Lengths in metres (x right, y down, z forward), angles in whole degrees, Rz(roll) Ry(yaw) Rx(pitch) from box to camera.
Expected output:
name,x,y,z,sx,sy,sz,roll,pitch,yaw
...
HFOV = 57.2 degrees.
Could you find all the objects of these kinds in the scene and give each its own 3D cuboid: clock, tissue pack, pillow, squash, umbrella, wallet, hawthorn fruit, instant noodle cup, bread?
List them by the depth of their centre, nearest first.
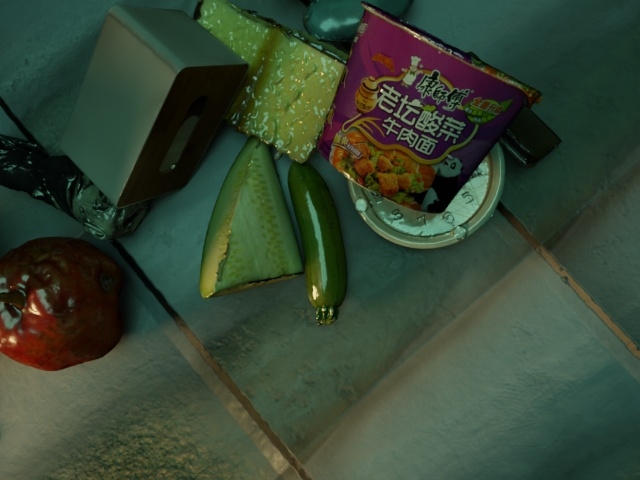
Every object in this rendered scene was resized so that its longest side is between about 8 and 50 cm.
name,x,y,z,sx,sy,sz,roll,pitch,yaw
instant noodle cup,0.122,-0.162,0.757,0.251,0.251,0.190,30,112,8
hawthorn fruit,-0.400,0.088,0.845,0.208,0.243,0.207,-1,82,8
tissue pack,-0.244,-0.193,0.851,0.136,0.159,0.246,43,122,10
wallet,0.270,-0.199,0.878,0.198,0.110,0.031,48,135,7
squash,-0.141,-0.047,0.897,0.093,0.170,0.252,-23,81,47
clock,0.159,-0.102,0.898,0.237,0.053,0.236,-1,86,8
squash,0.000,0.000,0.899,0.069,0.069,0.257,-12,85,5
pillow,0.033,-0.411,0.901,0.214,0.086,0.233,-28,76,-18
bread,-0.085,-0.260,0.904,0.266,0.142,0.178,29,127,6
umbrella,-0.447,-0.110,0.935,0.358,0.113,0.106,24,110,8
